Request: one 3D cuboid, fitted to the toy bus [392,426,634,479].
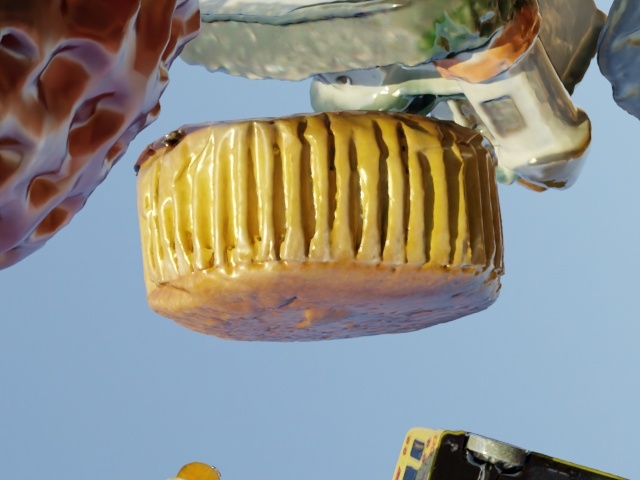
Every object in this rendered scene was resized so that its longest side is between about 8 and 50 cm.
[{"bbox_3d":[0.234,0.279,1.772,0.331,0.145,0.151,18,176,-15],"label":"toy bus"}]

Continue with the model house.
[{"bbox_3d":[0.082,-0.109,1.248,0.301,0.271,0.190,53,-127,-36],"label":"model house"}]

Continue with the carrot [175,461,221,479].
[{"bbox_3d":[-0.123,0.252,1.832,0.048,0.048,0.139,52,168,9],"label":"carrot"}]

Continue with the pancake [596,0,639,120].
[{"bbox_3d":[0.198,-0.114,0.785,0.184,0.190,0.020,-21,-121,-12],"label":"pancake"}]

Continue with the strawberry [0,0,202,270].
[{"bbox_3d":[-0.158,-0.036,0.522,0.253,0.150,0.280,-6,-144,-10],"label":"strawberry"}]

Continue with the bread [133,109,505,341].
[{"bbox_3d":[0.000,0.000,0.974,0.199,0.199,0.104,9,-108,-44],"label":"bread"}]

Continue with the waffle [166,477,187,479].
[{"bbox_3d":[-0.202,0.297,1.513,0.057,0.274,0.168,56,169,19],"label":"waffle"}]
